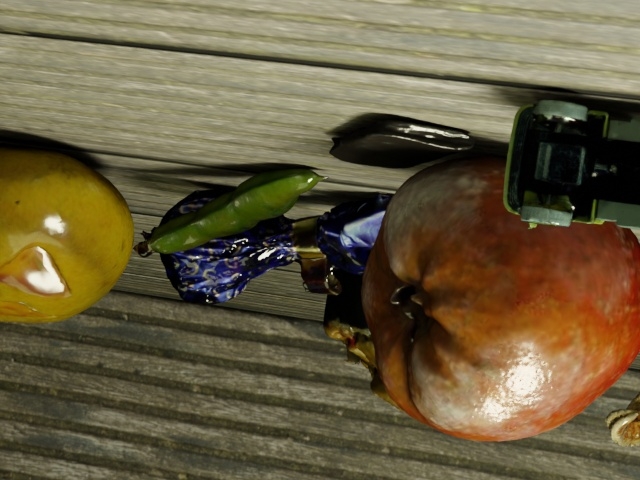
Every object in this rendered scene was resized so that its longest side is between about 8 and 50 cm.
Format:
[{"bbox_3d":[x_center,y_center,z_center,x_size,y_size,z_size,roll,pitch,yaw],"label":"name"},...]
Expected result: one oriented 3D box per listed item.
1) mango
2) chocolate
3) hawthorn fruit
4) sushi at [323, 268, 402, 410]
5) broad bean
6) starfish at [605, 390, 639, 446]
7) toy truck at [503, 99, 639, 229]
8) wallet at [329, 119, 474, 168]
[{"bbox_3d":[-0.324,-0.018,1.946,0.253,0.182,0.365,14,162,-18],"label":"mango"},{"bbox_3d":[0.002,0.002,1.900,0.343,0.126,0.148,-3,131,32],"label":"chocolate"},{"bbox_3d":[0.156,0.057,1.478,0.263,0.235,0.231,26,-162,-12],"label":"hawthorn fruit"},{"bbox_3d":[0.109,0.095,2.075,0.213,0.204,0.200,15,179,7],"label":"sushi"},{"bbox_3d":[-0.085,-0.029,1.822,0.060,0.043,0.297,1,165,-38],"label":"broad bean"},{"bbox_3d":[0.407,0.146,1.877,0.312,0.303,0.113,-2,143,-43],"label":"starfish"},{"bbox_3d":[0.225,-0.041,1.221,0.191,0.085,0.116,6,178,15],"label":"toy truck"},{"bbox_3d":[0.061,-0.075,1.454,0.082,0.018,0.157,11,174,-12],"label":"wallet"}]
